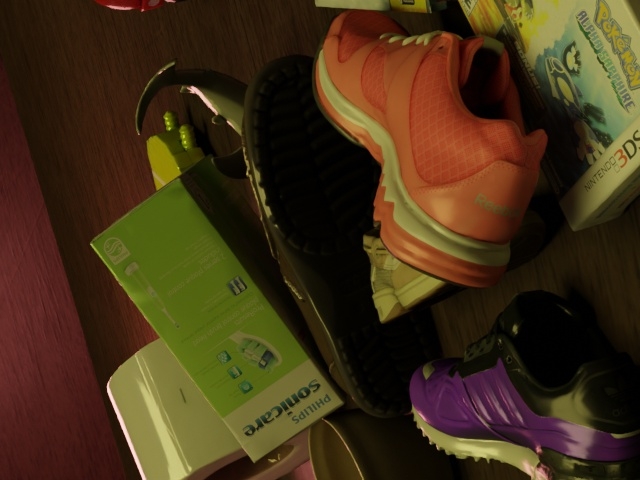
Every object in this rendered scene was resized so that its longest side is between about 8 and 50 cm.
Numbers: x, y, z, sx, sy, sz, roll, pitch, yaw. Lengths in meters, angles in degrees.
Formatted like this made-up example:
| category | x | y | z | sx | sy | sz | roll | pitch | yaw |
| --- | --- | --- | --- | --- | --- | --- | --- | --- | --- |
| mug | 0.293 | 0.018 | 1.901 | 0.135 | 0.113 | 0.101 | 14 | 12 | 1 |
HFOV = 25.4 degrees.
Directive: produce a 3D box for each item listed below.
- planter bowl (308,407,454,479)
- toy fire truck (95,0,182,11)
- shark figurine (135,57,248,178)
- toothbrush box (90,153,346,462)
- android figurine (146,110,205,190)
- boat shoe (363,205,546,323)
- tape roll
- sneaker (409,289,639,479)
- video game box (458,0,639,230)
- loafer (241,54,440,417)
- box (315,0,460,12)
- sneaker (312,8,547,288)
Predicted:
| category | x | y | z | sx | sy | sz | roll | pitch | yaw |
| --- | --- | --- | --- | --- | --- | --- | --- | --- | --- |
| planter bowl | 0.070 | 0.241 | 1.469 | 0.162 | 0.109 | 0.162 | 54 | 155 | 40 |
| toy fire truck | -0.278 | -0.377 | 1.649 | 0.217 | 0.246 | 0.158 | 64 | 160 | 22 |
| shark figurine | -0.067 | -0.137 | 1.479 | 0.278 | 0.116 | 0.166 | 40 | -139 | -34 |
| toothbrush box | -0.094 | 0.064 | 1.505 | 0.283 | 0.122 | 0.206 | 55 | -170 | -5 |
| android figurine | -0.176 | -0.044 | 1.959 | 0.248 | 0.056 | 0.273 | 39 | 143 | 58 |
| boat shoe | 0.096 | -0.002 | 1.191 | 0.302 | 0.109 | 0.098 | 136 | 113 | -75 |
| tape roll | -0.123 | 0.212 | 1.766 | 0.246 | 0.246 | 0.169 | 111 | 137 | -61 |
| sneaker | 0.164 | 0.105 | 1.127 | 0.293 | 0.102 | 0.146 | 16 | 118 | 61 |
| video game box | 0.175 | -0.132 | 0.945 | 0.205 | 0.048 | 0.187 | 66 | 158 | 16 |
| loafer | 0.000 | 0.000 | 1.403 | 0.130 | 0.133 | 0.366 | 0 | 107 | 69 |
| box | 0.042 | -0.274 | 1.178 | 0.233 | 0.044 | 0.159 | 24 | 130 | 65 |
| sneaker | 0.090 | -0.103 | 1.034 | 0.136 | 0.116 | 0.314 | -60 | 31 | 28 |
